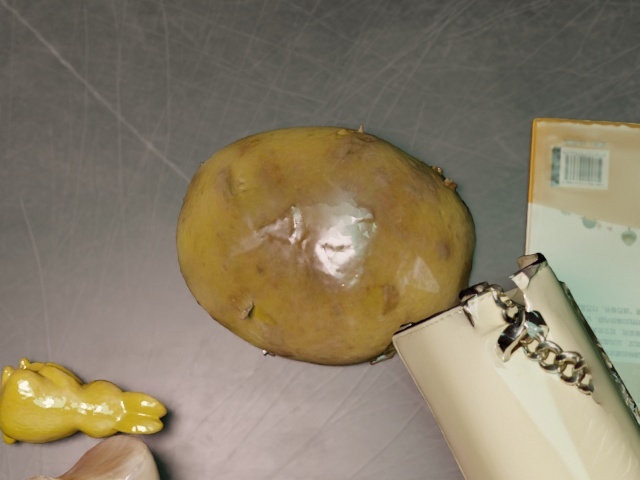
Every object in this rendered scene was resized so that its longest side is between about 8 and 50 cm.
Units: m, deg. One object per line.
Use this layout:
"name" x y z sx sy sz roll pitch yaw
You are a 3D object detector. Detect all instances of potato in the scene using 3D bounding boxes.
"potato" 0.000 0.000 1.307 0.299 0.116 0.239 14 84 7

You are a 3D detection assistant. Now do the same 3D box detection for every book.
"book" 0.301 0.029 1.325 0.208 0.020 0.295 4 79 4

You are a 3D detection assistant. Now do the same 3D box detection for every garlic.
"garlic" -0.199 0.263 1.262 0.124 0.099 0.174 17 109 34

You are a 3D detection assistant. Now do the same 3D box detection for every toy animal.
"toy animal" -0.223 0.163 1.303 0.159 0.070 0.083 7 96 6

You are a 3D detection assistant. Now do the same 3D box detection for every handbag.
"handbag" 0.208 0.199 1.163 0.160 0.237 0.358 -28 87 -5
